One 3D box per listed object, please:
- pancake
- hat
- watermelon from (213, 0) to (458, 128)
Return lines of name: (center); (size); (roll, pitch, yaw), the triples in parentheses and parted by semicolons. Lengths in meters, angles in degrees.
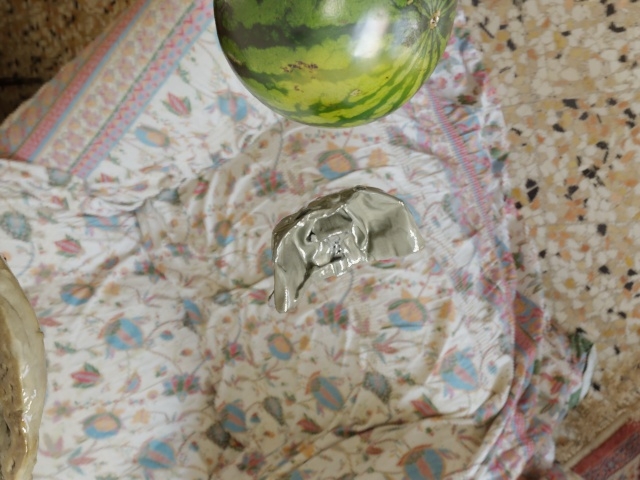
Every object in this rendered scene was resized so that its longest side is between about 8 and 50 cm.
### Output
pancake: (-0.174, 0.061, 0.357); (0.152, 0.025, 0.151); (12, 108, 42)
hat: (0.000, 0.000, 0.958); (0.245, 0.214, 0.149); (16, 128, 66)
watermelon: (0.017, -0.275, 0.846); (0.285, 0.285, 0.285); (13, 112, 34)
